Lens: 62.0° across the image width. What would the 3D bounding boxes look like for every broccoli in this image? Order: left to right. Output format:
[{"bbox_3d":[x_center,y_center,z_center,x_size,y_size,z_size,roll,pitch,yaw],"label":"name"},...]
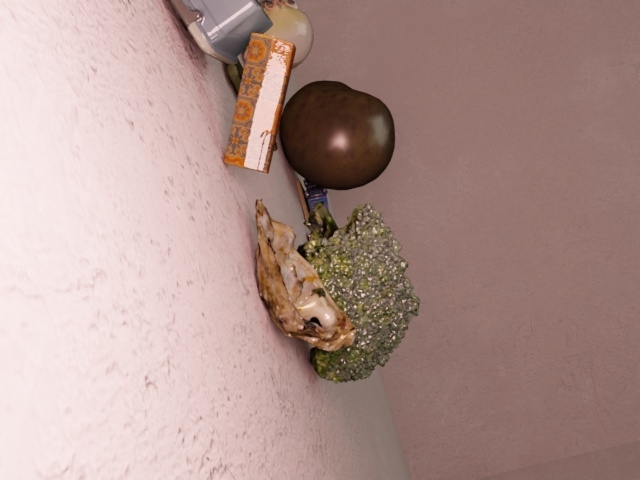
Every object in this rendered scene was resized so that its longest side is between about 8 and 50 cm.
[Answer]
[{"bbox_3d":[0.056,0.099,1.118,0.317,0.277,0.338,55,-14,30],"label":"broccoli"}]

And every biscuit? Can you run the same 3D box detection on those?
[{"bbox_3d":[-0.162,-0.326,1.278,0.322,0.038,0.099,59,12,-66],"label":"biscuit"}]

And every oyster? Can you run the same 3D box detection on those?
[{"bbox_3d":[-0.049,0.068,0.924,0.166,0.094,0.294,-12,74,-59],"label":"oyster"}]

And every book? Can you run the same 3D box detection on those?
[{"bbox_3d":[-0.039,-0.099,1.936,0.241,0.018,0.170,61,12,-66],"label":"book"}]

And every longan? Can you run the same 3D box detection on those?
[{"bbox_3d":[0.054,-0.350,1.780,0.336,0.404,0.404,76,0,-64],"label":"longan"}]

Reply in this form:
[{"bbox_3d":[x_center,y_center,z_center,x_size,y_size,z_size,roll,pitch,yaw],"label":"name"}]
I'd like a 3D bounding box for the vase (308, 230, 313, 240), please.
[{"bbox_3d":[0.000,0.000,1.815,0.211,0.060,0.060,21,53,-82],"label":"vase"}]

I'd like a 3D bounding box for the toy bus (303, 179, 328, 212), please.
[{"bbox_3d":[-0.011,-0.169,1.919,0.236,0.079,0.094,-99,171,-62],"label":"toy bus"}]

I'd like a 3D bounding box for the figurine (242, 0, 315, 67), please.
[{"bbox_3d":[-0.186,-0.654,1.507,0.394,0.227,0.274,63,-25,-4],"label":"figurine"}]

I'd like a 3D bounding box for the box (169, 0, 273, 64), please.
[{"bbox_3d":[-0.173,-0.390,0.883,0.162,0.130,0.227,57,8,-10],"label":"box"}]

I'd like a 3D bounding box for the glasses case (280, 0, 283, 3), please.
[{"bbox_3d":[-0.179,-0.734,1.718,0.144,0.076,0.336,-43,-127,45],"label":"glasses case"}]

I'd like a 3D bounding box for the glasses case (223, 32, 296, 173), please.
[{"bbox_3d":[-0.102,-0.228,0.895,0.049,0.075,0.218,-53,156,-85],"label":"glasses case"}]
